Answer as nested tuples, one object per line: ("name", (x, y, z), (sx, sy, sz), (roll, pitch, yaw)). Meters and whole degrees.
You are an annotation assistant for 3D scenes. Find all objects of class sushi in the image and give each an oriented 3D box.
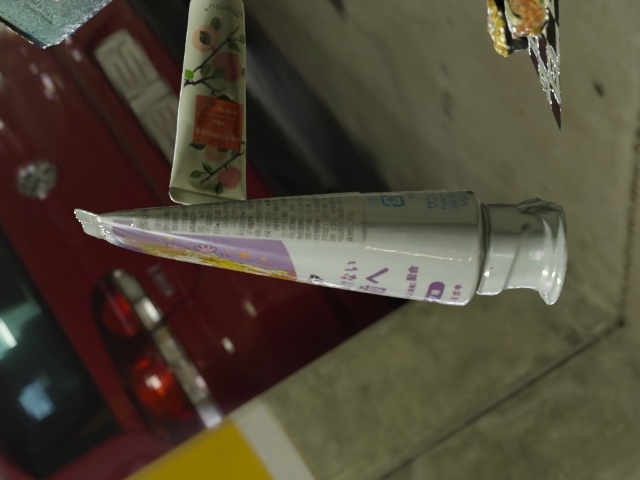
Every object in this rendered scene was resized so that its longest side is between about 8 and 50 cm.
("sushi", (0.159, -0.218, 1.310), (0.193, 0.040, 0.210), (80, 179, -46))

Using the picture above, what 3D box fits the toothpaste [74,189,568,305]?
("toothpaste", (0.000, 0.000, 0.958), (0.114, 0.299, 0.073), (133, 139, -83))

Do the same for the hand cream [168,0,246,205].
("hand cream", (-0.101, -0.141, 1.445), (0.050, 0.080, 0.234), (-27, 57, 56))

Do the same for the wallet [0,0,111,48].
("wallet", (-0.194, -0.343, 1.513), (0.190, 0.379, 0.046), (36, -156, -44))
